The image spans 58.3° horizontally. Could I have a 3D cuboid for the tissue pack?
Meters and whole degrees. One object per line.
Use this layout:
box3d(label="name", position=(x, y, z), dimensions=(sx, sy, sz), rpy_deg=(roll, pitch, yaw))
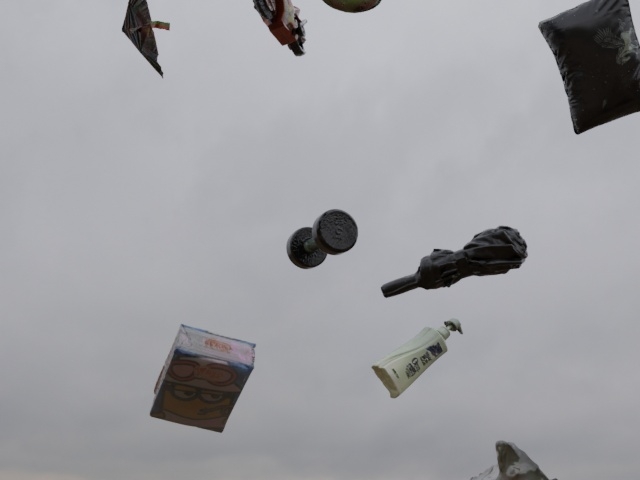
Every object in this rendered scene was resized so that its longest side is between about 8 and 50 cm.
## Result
box3d(label="tissue pack", position=(-0.171, 0.202, 0.832), dimensions=(0.116, 0.065, 0.155), rpy_deg=(18, -58, -16))

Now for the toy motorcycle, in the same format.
box3d(label="toy motorcycle", position=(-0.111, -0.616, 1.546), dimensions=(0.089, 0.171, 0.298), rpy_deg=(-21, -14, 16))

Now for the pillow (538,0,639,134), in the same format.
box3d(label="pillow", position=(0.465, -0.299, 0.955), dimensions=(0.141, 0.208, 0.055), rpy_deg=(-19, -1, 27))

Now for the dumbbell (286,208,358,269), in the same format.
box3d(label="dumbbell", position=(0.000, 0.000, 1.289), dimensions=(0.100, 0.100, 0.191), rpy_deg=(13, -19, -21))

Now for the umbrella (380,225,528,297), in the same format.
box3d(label="umbrella", position=(0.300, 0.063, 1.309), dimensions=(0.340, 0.118, 0.118), rpy_deg=(-23, -33, 16))

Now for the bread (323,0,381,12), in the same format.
box3d(label="bread", position=(0.081, -0.698, 1.476), dimensions=(0.229, 0.228, 0.033), rpy_deg=(3, -9, 0))

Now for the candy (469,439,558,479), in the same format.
box3d(label="candy", position=(0.204, 0.330, 0.607), dimensions=(0.137, 0.185, 0.195), rpy_deg=(-33, -26, -15))

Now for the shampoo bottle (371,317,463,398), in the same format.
box3d(label="shampoo bottle", position=(0.129, 0.141, 0.734), dimensions=(0.141, 0.049, 0.034), rpy_deg=(-32, -12, -28))

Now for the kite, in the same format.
box3d(label="kite", position=(-0.321, -0.389, 1.044), dimensions=(0.159, 0.189, 0.010), rpy_deg=(8, 26, 40))
